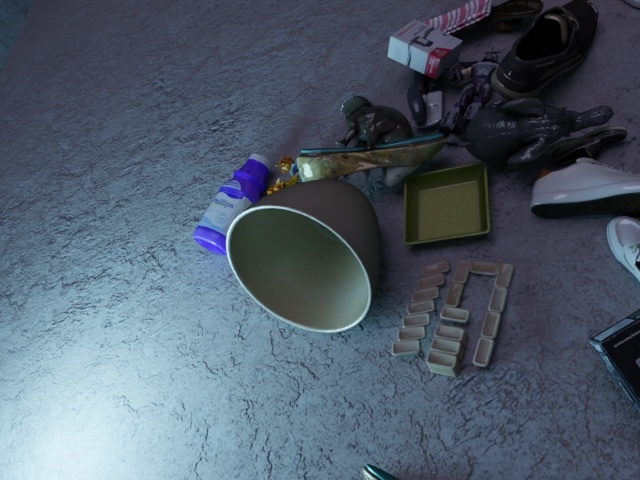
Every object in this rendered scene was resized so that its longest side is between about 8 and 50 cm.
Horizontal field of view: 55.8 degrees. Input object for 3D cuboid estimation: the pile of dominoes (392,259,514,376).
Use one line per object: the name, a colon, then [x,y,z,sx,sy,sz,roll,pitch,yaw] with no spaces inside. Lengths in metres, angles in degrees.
pile of dominoes: [0.271,0.150,1.222,0.196,0.040,0.251,5,55,32]

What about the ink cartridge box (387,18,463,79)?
ink cartridge box: [0.260,-0.481,1.516,0.150,0.063,0.109,34,58,23]

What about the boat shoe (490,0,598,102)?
boat shoe: [0.524,-0.443,1.346,0.132,0.130,0.355,39,67,13]

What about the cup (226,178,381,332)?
cup: [0.000,0.000,1.307,0.331,0.331,0.237,3,37,30]

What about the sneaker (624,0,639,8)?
sneaker: [0.725,-0.633,1.409,0.099,0.121,0.262,-45,50,-3]

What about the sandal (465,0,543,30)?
sandal: [0.470,-0.568,1.552,0.219,0.060,0.090,-1,45,45]

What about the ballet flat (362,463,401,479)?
ballet flat: [0.150,0.461,1.052,0.206,0.073,0.067,15,82,39]

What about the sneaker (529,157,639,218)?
sneaker: [0.560,-0.115,1.172,0.290,0.106,0.123,1,63,31]

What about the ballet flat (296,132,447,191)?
ballet flat: [0.121,-0.173,1.399,0.349,0.123,0.123,-6,56,7]

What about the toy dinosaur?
toy dinosaur: [0.139,-0.280,1.506,0.314,0.121,0.160,22,86,41]

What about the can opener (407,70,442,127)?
can opener: [0.266,-0.404,1.530,0.076,0.095,0.283,-8,57,24]

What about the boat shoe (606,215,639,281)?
boat shoe: [0.591,0.031,1.080,0.083,0.076,0.226,-28,51,10]

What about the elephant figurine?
elephant figurine: [0.426,-0.233,1.239,0.186,0.169,0.239,-56,23,-15]

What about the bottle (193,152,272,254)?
bottle: [-0.223,-0.101,1.604,0.118,0.092,0.282,16,69,36]

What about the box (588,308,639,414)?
box: [0.611,0.175,0.906,0.308,0.076,0.242,-33,81,6]

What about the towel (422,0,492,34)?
towel: [0.355,-0.584,1.594,0.197,0.029,0.144,-18,30,27]

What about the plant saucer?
plant saucer: [0.281,-0.072,1.339,0.188,0.045,0.188,-9,57,24]

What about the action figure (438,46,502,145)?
action figure: [0.377,-0.360,1.442,0.185,0.099,0.285,6,60,38]

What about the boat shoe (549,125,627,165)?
boat shoe: [0.561,-0.193,1.262,0.152,0.056,0.049,-18,58,30]

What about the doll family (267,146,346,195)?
doll family: [-0.044,-0.154,1.523,0.163,0.118,0.262,12,66,33]
